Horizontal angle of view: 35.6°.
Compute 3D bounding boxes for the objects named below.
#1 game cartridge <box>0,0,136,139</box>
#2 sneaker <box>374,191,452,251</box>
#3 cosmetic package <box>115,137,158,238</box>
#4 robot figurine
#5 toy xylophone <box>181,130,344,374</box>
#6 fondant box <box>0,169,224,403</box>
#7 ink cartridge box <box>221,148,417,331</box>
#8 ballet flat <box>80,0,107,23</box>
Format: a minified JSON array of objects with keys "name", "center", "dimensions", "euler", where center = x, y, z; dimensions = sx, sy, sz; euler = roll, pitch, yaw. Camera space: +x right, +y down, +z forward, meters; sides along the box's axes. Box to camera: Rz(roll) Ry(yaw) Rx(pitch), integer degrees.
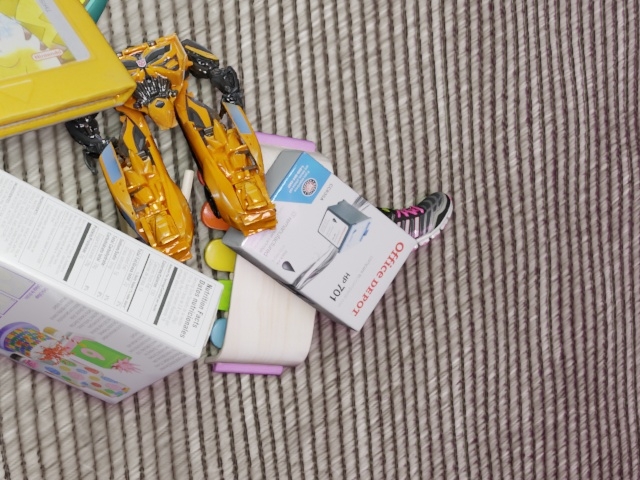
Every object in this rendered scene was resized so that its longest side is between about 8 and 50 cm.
[{"name":"game cartridge","center":[-0.379,-0.244,0.999],"dimensions":[0.285,0.053,0.323],"euler":[-27,81,-46]},{"name":"sneaker","center":[0.104,-0.024,1.353],"dimensions":[0.170,0.063,0.074],"euler":[-35,115,-11]},{"name":"cosmetic package","center":[-0.221,-0.064,1.217],"dimensions":[0.060,0.041,0.115],"euler":[-16,102,-22]},{"name":"robot figurine","center":[-0.169,-0.119,1.140],"dimensions":[0.211,0.085,0.291],"euler":[-22,67,-13]},{"name":"toy xylophone","center":[-0.090,0.015,1.262],"dimensions":[0.236,0.081,0.322],"euler":[16,89,-24]},{"name":"fondant box","center":[-0.307,0.049,1.074],"dimensions":[0.330,0.238,0.096],"euler":[30,56,-21]},{"name":"ink cartridge box","center":[0.000,0.000,1.210],"dimensions":[0.191,0.082,0.139],"euler":[36,81,-21]},{"name":"ballet flat","center":[-0.266,-0.309,1.162],"dimensions":[0.077,0.077,0.231],"euler":[36,78,-2]}]
